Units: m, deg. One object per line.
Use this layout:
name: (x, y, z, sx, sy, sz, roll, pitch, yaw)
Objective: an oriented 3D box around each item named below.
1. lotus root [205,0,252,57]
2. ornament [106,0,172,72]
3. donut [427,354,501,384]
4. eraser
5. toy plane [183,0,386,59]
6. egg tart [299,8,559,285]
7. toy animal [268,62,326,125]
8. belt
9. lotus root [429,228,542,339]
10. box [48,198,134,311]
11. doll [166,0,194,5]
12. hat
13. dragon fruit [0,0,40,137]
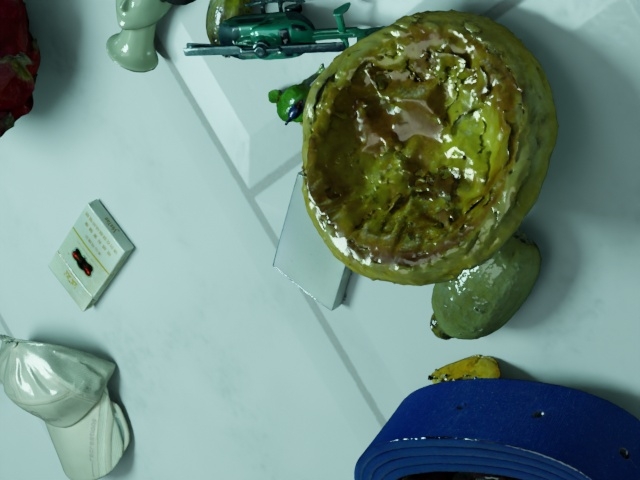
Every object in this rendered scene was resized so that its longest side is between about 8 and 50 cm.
lotus root: (-0.108, -0.253, 1.693, 0.054, 0.049, 0.099, 36, 137, 23)
ornament: (-0.217, -0.283, 1.761, 0.075, 0.081, 0.156, 41, 138, 16)
donut: (0.167, 0.163, 1.638, 0.083, 0.067, 0.038, -20, 119, 10)
eraser: (0.000, 0.000, 1.740, 0.104, 0.023, 0.150, 37, 133, 24)
toy plane: (-0.032, -0.227, 1.604, 0.235, 0.096, 0.060, 1, 115, 24)
egg tart: (0.113, -0.092, 1.481, 0.290, 0.115, 0.290, -4, 82, 28)
toy animal: (-0.019, -0.165, 1.616, 0.041, 0.075, 0.217, 52, -178, -14)
belt: (0.204, 0.263, 1.591, 0.347, 0.117, 0.212, -6, 121, 41)
lotus root: (0.170, 0.054, 1.565, 0.090, 0.077, 0.183, 49, 134, 14)
box: (-0.328, 0.023, 2.064, 0.090, 0.024, 0.167, 51, 135, 10)
doll: (-0.124, -0.369, 1.584, 0.135, 0.143, 0.234, 45, 136, 26)
hat: (-0.409, 0.255, 2.183, 0.219, 0.164, 0.226, 3, 91, 44)
dragon fruit: (-0.525, -0.240, 1.912, 0.329, 0.329, 0.329, 21, 124, 35)
